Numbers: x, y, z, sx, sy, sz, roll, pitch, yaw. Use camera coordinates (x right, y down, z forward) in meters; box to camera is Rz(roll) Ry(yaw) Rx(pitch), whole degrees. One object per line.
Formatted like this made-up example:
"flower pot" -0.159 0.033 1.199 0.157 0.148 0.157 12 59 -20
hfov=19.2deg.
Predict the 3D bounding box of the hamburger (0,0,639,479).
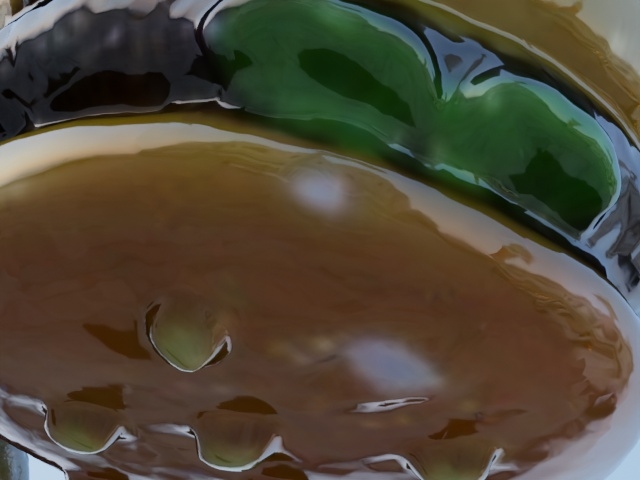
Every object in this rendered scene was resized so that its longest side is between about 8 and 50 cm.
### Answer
"hamburger" 0.000 0.000 0.939 0.395 0.277 0.396 9 -28 5

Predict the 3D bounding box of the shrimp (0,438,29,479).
"shrimp" -0.262 0.113 1.328 0.178 0.075 0.289 -4 -85 50
